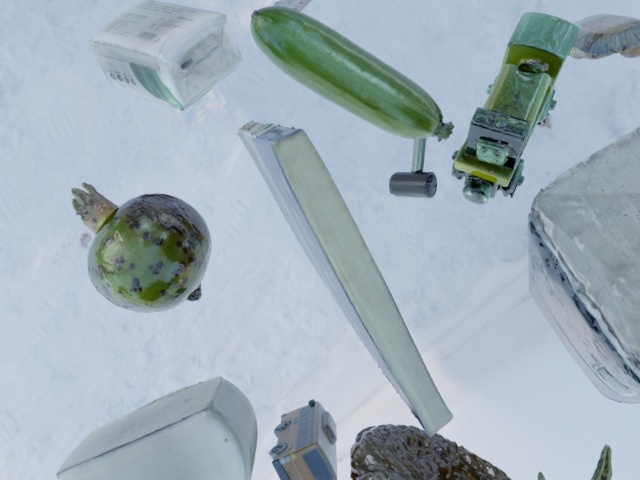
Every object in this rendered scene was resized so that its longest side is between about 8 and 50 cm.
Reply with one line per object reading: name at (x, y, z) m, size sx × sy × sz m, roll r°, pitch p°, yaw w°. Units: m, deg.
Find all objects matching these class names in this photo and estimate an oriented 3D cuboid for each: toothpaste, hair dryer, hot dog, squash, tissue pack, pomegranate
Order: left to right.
pomegranate at (-0.292, 0.006, 0.897) m, size 0.246 × 0.198 × 0.198 m, roll 33°, pitch 103°, yaw 19°
tissue pack at (-0.443, -0.544, 1.601) m, size 0.266 × 0.357 × 0.193 m, roll -48°, pitch 144°, yaw -26°
toothpaste at (-0.026, -0.600, 1.318) m, size 0.234 × 0.089 × 0.057 m, roll -18°, pitch 107°, yaw 47°
squash at (0.057, -0.273, 0.942) m, size 0.395 × 0.107 × 0.107 m, roll 25°, pitch 103°, yaw -17°
hair dryer at (0.215, -0.194, 1.243) m, size 0.101 × 0.057 × 0.197 m, roll 9°, pitch 92°, yaw 37°
hot dog at (0.650, -0.466, 1.282) m, size 0.163 × 0.270 × 0.081 m, roll -13°, pitch 115°, yaw 11°
tissue pack at (0.433, 0.059, 0.727) m, size 0.253 × 0.416 × 0.264 m, roll -32°, pitch 65°, yaw 8°

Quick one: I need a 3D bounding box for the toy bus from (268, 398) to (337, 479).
toy bus at (-0.023, 0.362, 0.981) m, size 0.103 × 0.182 × 0.091 m, roll -27°, pitch 96°, yaw 4°

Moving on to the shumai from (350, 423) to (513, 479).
shumai at (0.132, 0.352, 0.694) m, size 0.218 × 0.184 × 0.185 m, roll 12°, pitch 111°, yaw 11°

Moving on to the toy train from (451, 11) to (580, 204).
toy train at (0.405, -0.272, 1.172) m, size 0.160 × 0.253 × 0.397 m, roll 24°, pitch 71°, yaw 16°

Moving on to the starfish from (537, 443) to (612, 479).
starfish at (0.390, 0.395, 0.793) m, size 0.223 × 0.050 × 0.216 m, roll 40°, pitch 67°, yaw -10°

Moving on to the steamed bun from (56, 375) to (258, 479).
steamed bun at (-0.194, 0.301, 0.725) m, size 0.242 × 0.146 × 0.164 m, roll -25°, pitch 99°, yaw 4°

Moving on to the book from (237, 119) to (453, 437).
book at (0.000, 0.000, 0.650) m, size 0.039 × 0.428 × 0.299 m, roll -29°, pitch 106°, yaw -4°
